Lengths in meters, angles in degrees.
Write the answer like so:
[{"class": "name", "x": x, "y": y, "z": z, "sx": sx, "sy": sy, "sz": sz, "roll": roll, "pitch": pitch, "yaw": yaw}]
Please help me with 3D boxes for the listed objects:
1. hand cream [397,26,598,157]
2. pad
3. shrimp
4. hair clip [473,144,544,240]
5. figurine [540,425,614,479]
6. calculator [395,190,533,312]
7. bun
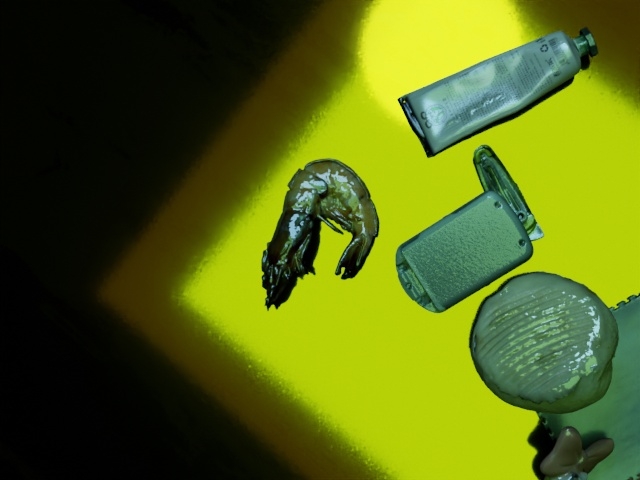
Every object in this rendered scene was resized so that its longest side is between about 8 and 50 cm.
[{"class": "hand cream", "x": 0.307, "y": -0.267, "z": 1.380, "sx": 0.336, "sy": 0.076, "sz": 0.121, "roll": -25, "pitch": 78, "yaw": 14}, {"class": "pad", "x": 0.498, "y": 0.260, "z": 1.341, "sx": 0.269, "sy": 0.012, "sz": 0.269, "roll": -29, "pitch": 83, "yaw": 6}, {"class": "shrimp", "x": 0.001, "y": 0.001, "z": 1.414, "sx": 0.178, "sy": 0.075, "sz": 0.289, "roll": 18, "pitch": 77, "yaw": 7}, {"class": "hair clip", "x": 0.315, "y": -0.078, "z": 1.377, "sx": 0.060, "sy": 0.033, "sz": 0.188, "roll": -28, "pitch": 89, "yaw": 8}, {"class": "figurine", "x": 0.340, "y": 0.499, "z": 1.288, "sx": 0.421, "sy": 0.154, "sz": 0.193, "roll": -55, "pitch": 42, "yaw": 14}, {"class": "calculator", "x": 0.244, "y": 0.020, "z": 1.362, "sx": 0.246, "sy": 0.045, "sz": 0.141, "roll": -34, "pitch": 86, "yaw": 15}, {"class": "bun", "x": 0.362, "y": 0.166, "z": 1.291, "sx": 0.239, "sy": 0.141, "sz": 0.239, "roll": -16, "pitch": 55, "yaw": 24}]
